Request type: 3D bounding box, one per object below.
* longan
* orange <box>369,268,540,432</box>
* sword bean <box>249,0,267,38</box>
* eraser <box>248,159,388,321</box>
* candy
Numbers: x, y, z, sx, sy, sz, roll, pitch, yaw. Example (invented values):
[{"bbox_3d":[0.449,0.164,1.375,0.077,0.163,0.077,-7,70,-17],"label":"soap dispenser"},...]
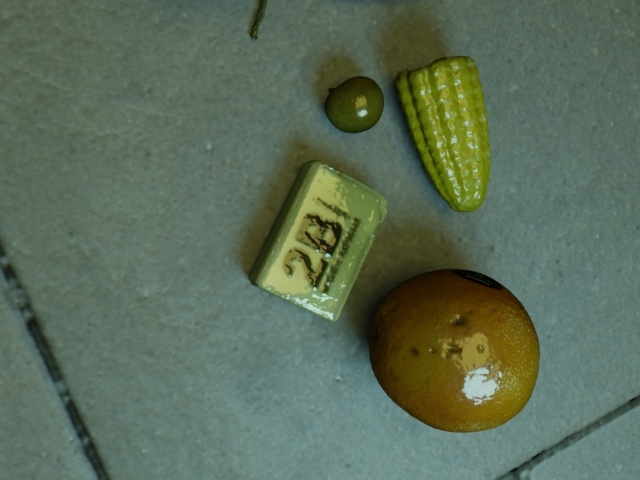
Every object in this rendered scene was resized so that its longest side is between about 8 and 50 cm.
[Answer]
[{"bbox_3d":[0.039,-0.172,0.741,0.075,0.075,0.083,-37,59,-11],"label":"longan"},{"bbox_3d":[0.158,0.130,0.717,0.205,0.206,0.206,0,92,-15],"label":"orange"},{"bbox_3d":[-0.072,-0.288,0.733,0.012,0.012,0.083,15,87,-15],"label":"sword bean"},{"bbox_3d":[0.000,0.000,0.736,0.117,0.058,0.172,27,84,-15],"label":"eraser"},{"bbox_3d":[0.165,-0.131,0.762,0.106,0.094,0.199,-20,104,-15],"label":"candy"}]
